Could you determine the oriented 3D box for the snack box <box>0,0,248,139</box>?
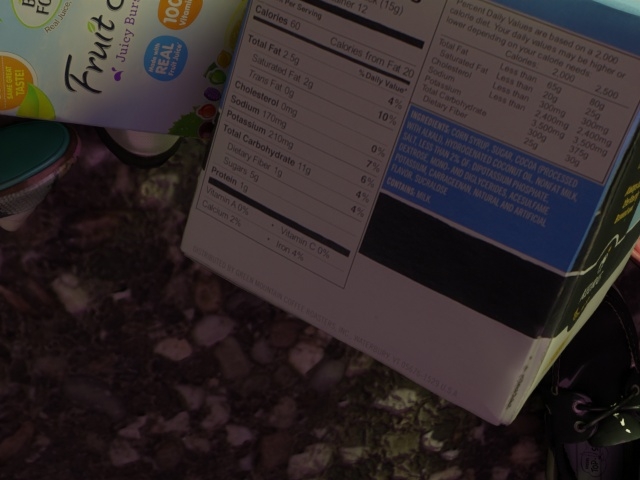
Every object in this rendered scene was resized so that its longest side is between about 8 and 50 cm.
[{"bbox_3d":[-0.109,-0.157,0.573,0.207,0.070,0.174,4,123,-28],"label":"snack box"}]

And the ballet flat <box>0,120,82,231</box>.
[{"bbox_3d":[-0.284,-0.030,0.723,0.222,0.076,0.079,-19,140,0],"label":"ballet flat"}]

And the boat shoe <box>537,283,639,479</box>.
[{"bbox_3d":[0.303,0.194,0.990,0.127,0.113,0.340,-11,120,-10],"label":"boat shoe"}]

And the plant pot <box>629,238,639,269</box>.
[{"bbox_3d":[0.395,-0.024,0.865,0.201,0.201,0.180,-48,136,11],"label":"plant pot"}]

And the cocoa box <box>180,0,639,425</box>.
[{"bbox_3d":[0.115,-0.080,0.620,0.232,0.347,0.227,27,113,20],"label":"cocoa box"}]

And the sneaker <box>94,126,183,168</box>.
[{"bbox_3d":[-0.128,-0.174,0.665,0.100,0.108,0.271,-2,119,-18],"label":"sneaker"}]
